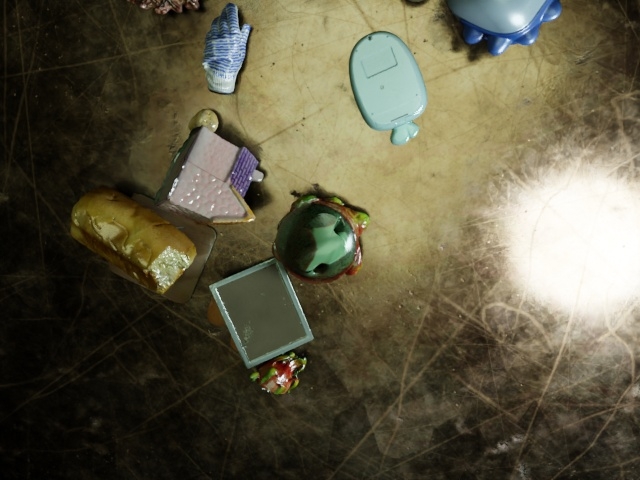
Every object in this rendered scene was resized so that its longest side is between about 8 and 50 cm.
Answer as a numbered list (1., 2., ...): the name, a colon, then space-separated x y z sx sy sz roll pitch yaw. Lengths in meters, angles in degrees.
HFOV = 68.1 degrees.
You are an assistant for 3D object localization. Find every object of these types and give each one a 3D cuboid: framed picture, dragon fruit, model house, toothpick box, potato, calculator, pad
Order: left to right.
1. pad: -0.494 0.031 1.462 0.286 0.018 0.284 26 107 -1
2. potato: -0.328 -0.327 1.323 0.083 0.062 0.068 -20 88 33
3. model house: -0.297 -0.150 1.313 0.237 0.202 0.237 28 71 -25
4. framed picture: -0.177 0.221 1.453 0.232 0.019 0.297 -22 103 -6
5. dragon fruit: -0.127 0.411 1.487 0.175 0.142 0.138 -42 64 -10
6. dragon fruit: 0.000 0.000 1.346 0.295 0.130 0.269 -30 96 14
7. calculator: 0.180 -0.398 1.248 0.183 0.042 0.296 -21 102 12
8. toothpick box: 0.445 -0.600 1.053 0.262 0.263 0.355 32 108 -3

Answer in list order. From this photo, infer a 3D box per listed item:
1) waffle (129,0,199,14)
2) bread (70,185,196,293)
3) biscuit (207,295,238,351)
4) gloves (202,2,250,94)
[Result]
1. waffle: -0.409 -0.697 1.217 0.233 0.055 0.222 0 99 0
2. bread: -0.524 -0.011 1.348 0.343 0.195 0.149 34 126 -4
3. biscuit: -0.272 0.254 1.493 0.192 0.036 0.186 27 108 -1
4. gloves: -0.250 -0.503 1.249 0.119 0.097 0.230 1 103 -25
